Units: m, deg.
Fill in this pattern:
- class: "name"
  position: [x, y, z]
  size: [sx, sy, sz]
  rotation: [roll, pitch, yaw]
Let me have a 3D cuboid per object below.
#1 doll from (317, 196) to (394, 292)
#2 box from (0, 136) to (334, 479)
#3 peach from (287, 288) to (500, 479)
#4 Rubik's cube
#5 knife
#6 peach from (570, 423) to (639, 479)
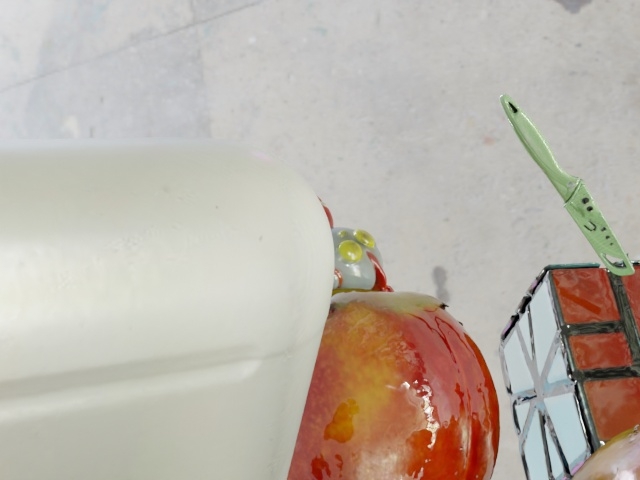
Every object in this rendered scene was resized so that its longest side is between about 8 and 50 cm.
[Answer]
- class: "doll"
  position: [0.000, 0.000, 1.258]
  size: [0.245, 0.142, 0.076]
  rotation: [37, 129, 12]
- class: "box"
  position: [-0.143, 0.110, 0.529]
  size: [0.141, 0.289, 0.349]
  rotation: [43, 128, 47]
- class: "peach"
  position: [0.054, 0.244, 1.167]
  size: [0.370, 0.370, 0.370]
  rotation: [8, 102, 40]
- class: "Rubik's cube"
  position: [0.446, 0.208, 1.389]
  size: [0.288, 0.283, 0.293]
  rotation: [100, 168, -62]
- class: "knife"
  position: [0.323, -0.073, 1.245]
  size: [0.043, 0.020, 0.293]
  rotation: [-32, 96, 25]
- class: "peach"
  position: [0.388, 0.362, 1.032]
  size: [0.290, 0.373, 0.372]
  rotation: [31, 118, 56]
